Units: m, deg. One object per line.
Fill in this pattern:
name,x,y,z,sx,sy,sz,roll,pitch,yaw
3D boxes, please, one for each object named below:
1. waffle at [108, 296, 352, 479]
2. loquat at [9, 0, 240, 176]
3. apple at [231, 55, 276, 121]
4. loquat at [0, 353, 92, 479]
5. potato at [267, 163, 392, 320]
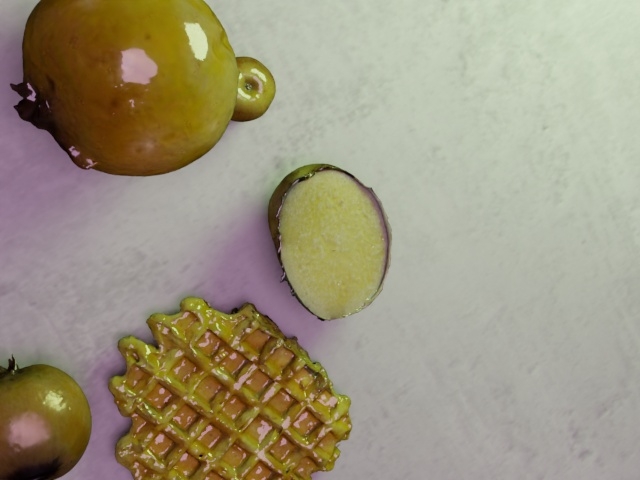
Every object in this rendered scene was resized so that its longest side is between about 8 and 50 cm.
waffle,-0.112,0.214,1.351,0.307,0.060,0.312,-16,106,-16
loquat,-0.212,-0.178,1.159,0.244,0.244,0.244,-3,100,-18
apple,-0.094,-0.180,1.281,0.084,0.071,0.084,-3,101,-19
loquat,-0.340,0.212,1.231,0.163,0.137,0.163,0,104,0
potato,0.000,0.000,1.342,0.164,0.081,0.200,-28,110,-21
